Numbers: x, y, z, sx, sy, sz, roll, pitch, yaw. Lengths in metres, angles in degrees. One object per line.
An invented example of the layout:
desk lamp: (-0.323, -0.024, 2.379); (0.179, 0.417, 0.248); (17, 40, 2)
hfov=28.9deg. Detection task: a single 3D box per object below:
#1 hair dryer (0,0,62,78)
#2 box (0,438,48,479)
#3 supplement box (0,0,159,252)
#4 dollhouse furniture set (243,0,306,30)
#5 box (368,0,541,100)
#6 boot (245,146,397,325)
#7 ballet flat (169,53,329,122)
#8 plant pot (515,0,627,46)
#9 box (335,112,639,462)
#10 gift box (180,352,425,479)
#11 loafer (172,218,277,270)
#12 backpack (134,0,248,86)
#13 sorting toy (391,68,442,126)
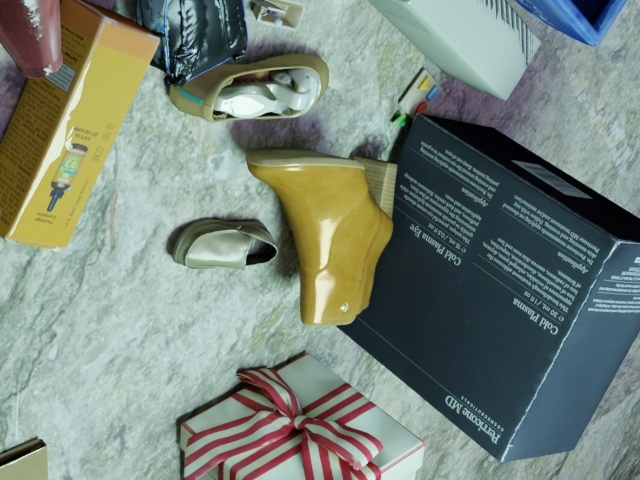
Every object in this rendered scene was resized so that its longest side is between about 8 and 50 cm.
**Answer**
hair dryer: (-0.302, -0.209, 0.907); (0.223, 0.080, 0.293); (-42, 133, 23)
box: (-0.382, 0.334, 1.407); (0.164, 0.021, 0.201); (-22, 131, -37)
supplement box: (-0.245, -0.109, 1.185); (0.078, 0.080, 0.233); (14, 104, -51)
dollhouse furniture set: (-0.036, -0.255, 1.305); (0.114, 0.081, 0.091); (3, 114, -49)
box: (0.150, -0.274, 1.477); (0.094, 0.113, 0.275); (-59, 145, 1)
boot: (0.000, 0.000, 1.490); (0.295, 0.104, 0.211); (2, 100, -57)
ballet flat: (-0.059, -0.157, 1.359); (0.232, 0.073, 0.080); (-13, 126, -43)
plant pot: (0.251, -0.394, 1.411); (0.236, 0.212, 0.236); (-58, 143, 1)
box: (0.225, 0.055, 1.599); (0.179, 0.343, 0.312); (4, 117, -48)
gift box: (-0.035, 0.327, 1.598); (0.276, 0.255, 0.258); (-30, 138, -40)
loafer: (-0.107, 0.006, 1.446); (0.148, 0.050, 0.056); (-12, 124, -44)
backpack: (-0.131, -0.228, 1.216); (0.105, 0.084, 0.114); (-31, 140, -30)
sorting toy: (0.124, -0.174, 1.601); (0.083, 0.012, 0.062); (-55, 144, -3)
